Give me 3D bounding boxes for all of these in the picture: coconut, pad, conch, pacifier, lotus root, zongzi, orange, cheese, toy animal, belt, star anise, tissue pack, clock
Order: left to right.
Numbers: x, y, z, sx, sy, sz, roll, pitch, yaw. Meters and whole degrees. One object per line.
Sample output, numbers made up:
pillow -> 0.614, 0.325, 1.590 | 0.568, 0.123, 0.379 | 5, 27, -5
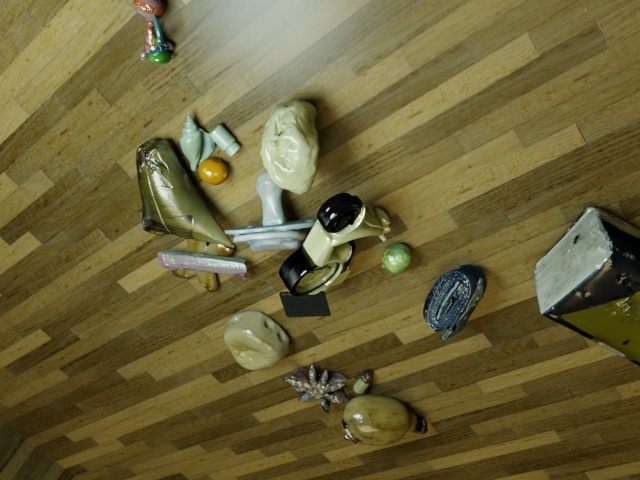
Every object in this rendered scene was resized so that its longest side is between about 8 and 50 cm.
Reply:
toy animal -> -0.395, -0.528, 1.314 | 0.100, 0.103, 0.208 | -9, 131, -33
zongzi -> -0.373, -0.129, 1.536 | 0.300, 0.145, 0.274 | 17, 126, 18
conch -> -0.343, -0.274, 1.506 | 0.065, 0.088, 0.180 | 44, 147, 38
orange -> -0.298, -0.194, 1.528 | 0.083, 0.083, 0.070 | 29, 110, -7
cheese -> -0.224, 0.350, 1.862 | 0.235, 0.117, 0.218 | 22, 128, 3
pacifier -> -0.138, -0.081, 1.511 | 0.287, 0.238, 0.225 | -7, 92, 23
pad -> -0.052, 0.208, 1.790 | 0.157, 0.003, 0.112 | -5, 122, 17
star anise -> -0.013, 0.519, 1.938 | 0.236, 0.093, 0.229 | 32, 125, -11
clock -> 0.044, 0.009, 1.488 | 0.120, 0.276, 0.379 | 57, 133, 22
lotus root -> 0.226, 0.630, 1.912 | 0.310, 0.183, 0.182 | 4, 125, -3
coconut -> 0.214, 0.052, 1.564 | 0.096, 0.088, 0.088 | -35, 110, 23
belt -> 0.395, 0.164, 1.579 | 0.122, 0.128, 0.218 | 44, 131, 30
tissue pack -> 0.787, 0.136, 1.375 | 0.417, 0.253, 0.264 | 29, 126, -4

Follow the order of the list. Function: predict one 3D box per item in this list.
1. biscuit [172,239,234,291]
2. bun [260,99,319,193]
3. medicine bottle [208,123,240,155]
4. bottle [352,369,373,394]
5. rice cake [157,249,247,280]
biscuit -> -0.378, 0.061, 1.745 | 0.164, 0.047, 0.208 | 24, 125, -6
bun -> -0.078, -0.234, 1.356 | 0.145, 0.229, 0.229 | 5, 128, -16
medicine bottle -> -0.261, -0.273, 1.486 | 0.047, 0.047, 0.083 | -32, 112, 30
bottle -> 0.154, 0.491, 1.909 | 0.063, 0.047, 0.101 | 9, 126, -26
rice cake -> -0.363, 0.080, 1.694 | 0.290, 0.051, 0.081 | 7, 124, 7
